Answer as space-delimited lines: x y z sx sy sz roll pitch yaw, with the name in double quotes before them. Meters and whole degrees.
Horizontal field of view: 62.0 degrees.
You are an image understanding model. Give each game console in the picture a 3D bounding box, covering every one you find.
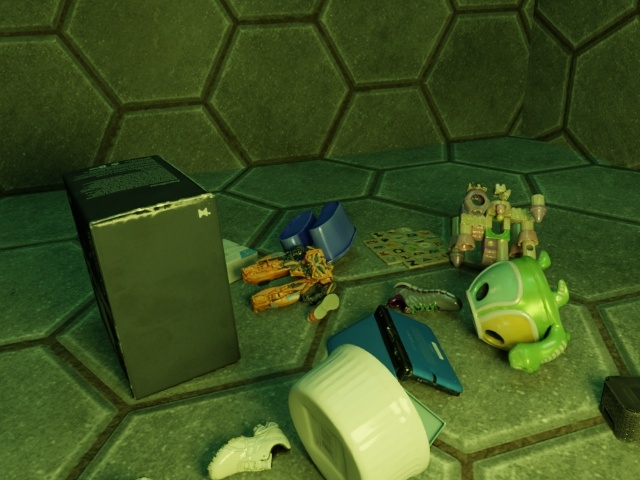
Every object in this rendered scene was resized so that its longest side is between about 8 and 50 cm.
"game console" 0.178 0.314 1.357 0.250 0.173 0.293 25 19 -16

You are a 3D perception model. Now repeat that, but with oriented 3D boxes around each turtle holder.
"turtle holder" 0.516 0.199 1.388 0.228 0.243 0.320 -14 62 10

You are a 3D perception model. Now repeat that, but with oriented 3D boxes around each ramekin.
"ramekin" 0.059 0.349 0.998 0.135 0.277 0.277 -27 32 -28

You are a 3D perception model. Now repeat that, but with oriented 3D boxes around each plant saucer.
"plant saucer" 0.177 0.361 1.159 0.192 0.067 0.018 36 -3 29

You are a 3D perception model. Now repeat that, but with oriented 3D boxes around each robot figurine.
"robot figurine" -0.091 0.116 1.680 0.291 0.085 0.211 -17 65 -14

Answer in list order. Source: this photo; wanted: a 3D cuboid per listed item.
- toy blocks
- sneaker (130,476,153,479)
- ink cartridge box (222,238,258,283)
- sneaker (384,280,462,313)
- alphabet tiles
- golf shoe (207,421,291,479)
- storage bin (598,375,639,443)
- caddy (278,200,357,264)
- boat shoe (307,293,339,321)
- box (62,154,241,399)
"toy blocks" 0.587 0.003 1.765 0.289 0.309 0.259 7 66 3
"sneaker" -0.355 0.509 0.878 0.108 0.100 0.272 18 30 28
"ink cartridge box" -0.336 0.069 1.905 0.191 0.082 0.140 17 30 40
"sneaker" 0.305 0.195 1.587 0.224 0.083 0.098 10 47 36
"alphabet tiles" 0.336 0.022 2.035 0.285 0.011 0.342 -10 25 -17
"golf shoe" -0.139 0.434 1.069 0.176 0.069 0.086 -23 36 -36
"storage bin" 0.709 0.357 1.132 0.180 0.084 0.122 0 24 3
"caddy" 0.000 0.000 1.921 0.241 0.179 0.341 -19 18 21
"boat shoe" 0.009 0.204 1.608 0.043 0.049 0.137 -35 0 40
"box" -0.457 0.066 1.429 0.298 0.479 0.472 -18 27 -27
